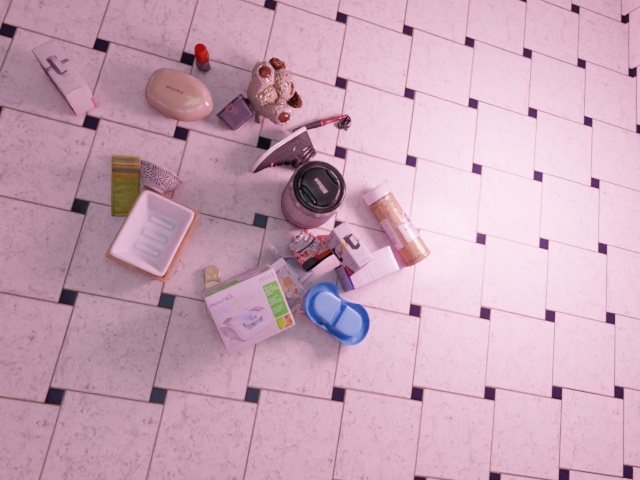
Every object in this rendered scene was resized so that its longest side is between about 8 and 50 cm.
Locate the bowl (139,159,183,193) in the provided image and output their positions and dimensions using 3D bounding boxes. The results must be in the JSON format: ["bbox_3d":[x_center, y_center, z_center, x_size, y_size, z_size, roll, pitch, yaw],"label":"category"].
[{"bbox_3d":[-0.604,-0.223,1.761,0.170,0.170,0.080,26,82,-8],"label":"bowl"}]

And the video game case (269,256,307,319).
[{"bbox_3d":[-0.167,0.215,1.817,0.206,0.026,0.227,-36,100,-12],"label":"video game case"}]

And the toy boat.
[{"bbox_3d":[-0.524,-0.621,1.890,0.267,0.148,0.319,26,80,-3],"label":"toy boat"}]

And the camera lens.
[{"bbox_3d":[-0.032,-0.169,1.837,0.219,0.274,0.220,3,77,-14],"label":"camera lens"}]

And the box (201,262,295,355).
[{"bbox_3d":[-0.259,0.240,1.706,0.261,0.126,0.231,-22,104,-15],"label":"box"}]

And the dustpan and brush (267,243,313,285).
[{"bbox_3d":[-0.139,0.096,1.864,0.147,0.060,0.211,-43,91,-19],"label":"dustpan and brush"}]

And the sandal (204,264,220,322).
[{"bbox_3d":[-0.387,0.206,1.765,0.088,0.079,0.240,-12,82,-17],"label":"sandal"}]

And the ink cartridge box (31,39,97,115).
[{"bbox_3d":[-0.940,-0.596,1.753,0.092,0.158,0.218,-34,88,-18],"label":"ink cartridge box"}]

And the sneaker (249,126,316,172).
[{"bbox_3d":[-0.140,-0.326,1.935,0.295,0.104,0.147,-37,97,-14],"label":"sneaker"}]

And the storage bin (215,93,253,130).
[{"bbox_3d":[-0.339,-0.511,1.913,0.135,0.098,0.091,-39,100,9],"label":"storage bin"}]

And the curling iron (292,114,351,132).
[{"bbox_3d":[0.013,-0.495,2.046,0.273,0.035,0.068,-12,81,-17],"label":"curling iron"}]

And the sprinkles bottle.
[{"bbox_3d":[0.318,-0.066,1.989,0.121,0.121,0.356,-32,88,-19],"label":"sprinkles bottle"}]

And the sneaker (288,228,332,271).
[{"bbox_3d":[0.000,0.000,1.898,0.270,0.090,0.145,-33,77,-31],"label":"sneaker"}]

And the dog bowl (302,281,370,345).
[{"bbox_3d":[0.055,0.283,1.840,0.297,0.074,0.166,38,70,-18],"label":"dog bowl"}]

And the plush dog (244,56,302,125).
[{"bbox_3d":[-0.193,-0.621,1.968,0.225,0.210,0.263,-42,119,-33],"label":"plush dog"}]

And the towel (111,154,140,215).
[{"bbox_3d":[-0.736,-0.208,1.795,0.102,0.021,0.238,-1,79,-14],"label":"towel"}]

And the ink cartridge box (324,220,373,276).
[{"bbox_3d":[0.103,0.033,1.793,0.072,0.127,0.175,-32,80,-23],"label":"ink cartridge box"}]

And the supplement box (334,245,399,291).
[{"bbox_3d":[0.187,0.115,1.919,0.219,0.111,0.114,-22,84,-18],"label":"supplement box"}]

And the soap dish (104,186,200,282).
[{"bbox_3d":[-0.605,-0.018,1.737,0.228,0.118,0.291,25,73,-8],"label":"soap dish"}]
